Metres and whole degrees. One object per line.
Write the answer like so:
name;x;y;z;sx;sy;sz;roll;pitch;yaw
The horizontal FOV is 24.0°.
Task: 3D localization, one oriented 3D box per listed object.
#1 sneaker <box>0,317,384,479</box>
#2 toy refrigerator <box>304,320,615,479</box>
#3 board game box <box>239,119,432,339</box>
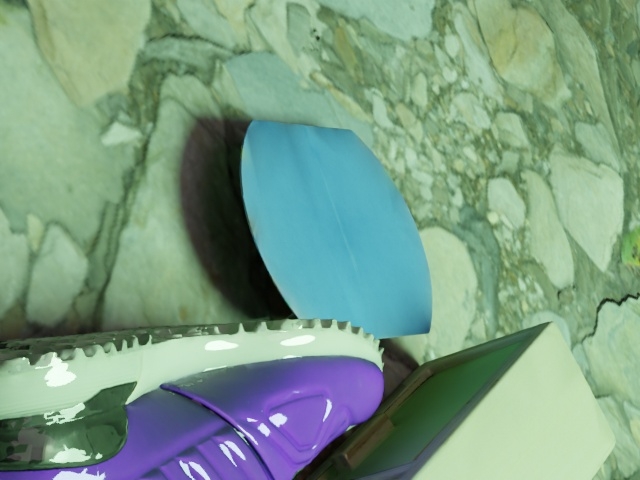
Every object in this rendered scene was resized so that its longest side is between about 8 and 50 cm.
sneaker;-0.071;0.112;0.677;0.293;0.102;0.146;-1;87;-54
toy refrigerator;0.050;0.143;0.793;0.269;0.102;0.094;-38;102;-51
board game box;0.000;0.000;0.864;0.168;0.033;0.133;-1;68;-56
